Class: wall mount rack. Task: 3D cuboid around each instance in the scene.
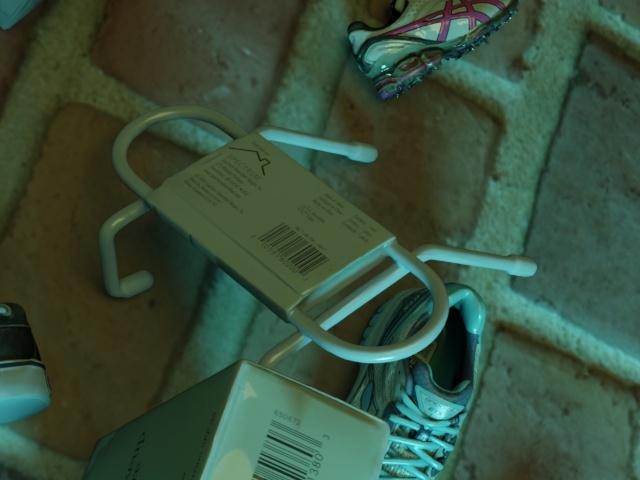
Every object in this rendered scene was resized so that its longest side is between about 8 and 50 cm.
[{"bbox_3d":[0.000,0.000,1.427,0.304,0.130,0.350,-32,52,-27],"label":"wall mount rack"}]

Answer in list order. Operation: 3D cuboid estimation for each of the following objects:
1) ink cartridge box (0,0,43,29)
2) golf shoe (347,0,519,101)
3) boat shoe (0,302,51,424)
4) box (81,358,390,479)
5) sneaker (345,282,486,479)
[{"bbox_3d":[-0.234,-0.291,1.457,0.128,0.127,0.176,46,61,-6],"label":"ink cartridge box"},{"bbox_3d":[0.109,-0.206,1.631,0.186,0.067,0.086,-31,87,-30],"label":"golf shoe"},{"bbox_3d":[-0.349,0.095,1.285,0.306,0.113,0.105,-7,71,-30],"label":"boat shoe"},{"bbox_3d":[-0.084,0.201,1.262,0.121,0.311,0.148,26,63,-17],"label":"box"},{"bbox_3d":[0.065,0.155,1.460,0.110,0.122,0.283,25,64,-16],"label":"sneaker"}]
